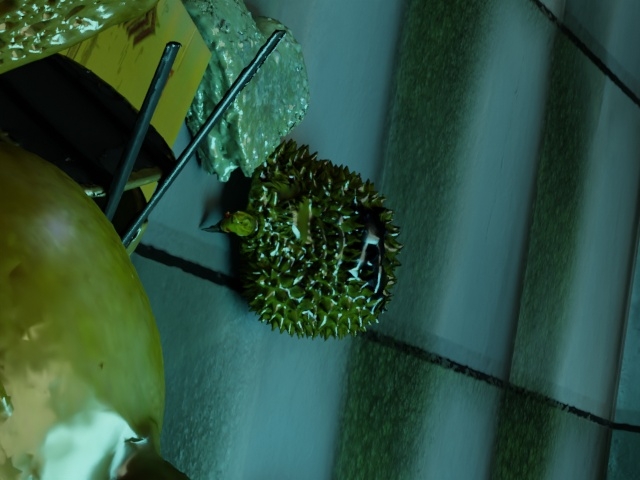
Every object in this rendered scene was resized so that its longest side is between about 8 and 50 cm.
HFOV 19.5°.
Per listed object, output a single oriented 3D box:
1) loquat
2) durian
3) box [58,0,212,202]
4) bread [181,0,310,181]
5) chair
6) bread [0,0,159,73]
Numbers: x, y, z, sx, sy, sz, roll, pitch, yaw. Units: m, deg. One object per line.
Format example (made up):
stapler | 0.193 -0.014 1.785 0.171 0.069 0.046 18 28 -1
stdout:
loquat | -0.223 0.105 1.107 0.328 0.359 0.328 -56 159 -34
durian | 0.000 0.000 1.781 0.237 0.137 0.193 9 86 -64
box | -0.190 -0.162 1.427 0.174 0.076 0.274 -68 150 -27
bread | -0.074 -0.138 1.687 0.232 0.064 0.172 36 61 -59
chair | -0.161 -0.087 1.260 0.247 0.159 0.172 -56 159 24
bread | -0.262 -0.138 0.979 0.185 0.380 0.109 99 -31 -66
